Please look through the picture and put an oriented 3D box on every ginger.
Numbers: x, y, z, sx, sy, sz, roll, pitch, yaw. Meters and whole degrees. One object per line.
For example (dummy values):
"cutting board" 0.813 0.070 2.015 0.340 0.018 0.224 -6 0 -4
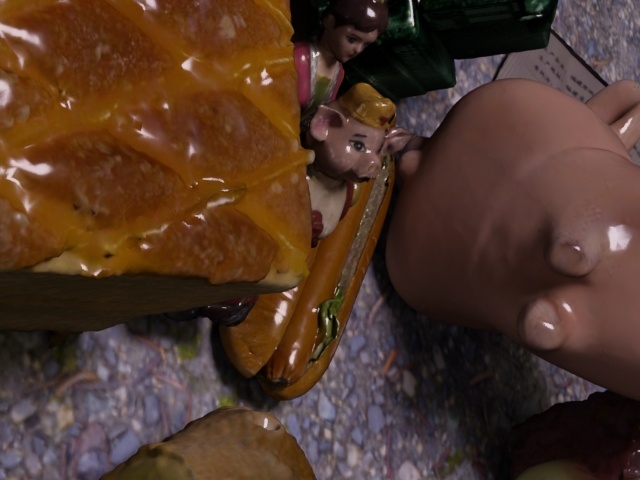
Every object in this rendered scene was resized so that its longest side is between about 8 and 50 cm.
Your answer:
"ginger" -0.067 0.227 0.940 0.221 0.130 0.275 45 53 -46

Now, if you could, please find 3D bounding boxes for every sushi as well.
"sushi" 0.239 0.244 1.275 0.236 0.171 0.270 29 56 -43

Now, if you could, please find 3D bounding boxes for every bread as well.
"bread" -0.161 -0.097 0.847 0.279 0.207 0.279 9 73 -48

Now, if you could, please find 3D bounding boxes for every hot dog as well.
"hot dog" 0.000 0.000 1.128 0.100 0.068 0.249 46 48 -34

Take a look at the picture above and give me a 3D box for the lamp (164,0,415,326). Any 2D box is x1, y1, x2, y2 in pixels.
"lamp" -0.020 -0.051 0.976 0.118 0.253 0.118 35 30 -24

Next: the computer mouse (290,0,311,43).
"computer mouse" -0.069 -0.167 1.080 0.145 0.082 0.236 24 61 -46

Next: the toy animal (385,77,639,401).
"toy animal" 0.207 0.004 1.198 0.269 0.326 0.237 -40 154 -74

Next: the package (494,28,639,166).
"package" 0.242 -0.067 1.452 0.251 0.062 0.204 50 45 -25

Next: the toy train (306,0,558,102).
"toy train" 0.085 -0.181 1.124 0.330 0.178 0.138 7 76 -79
